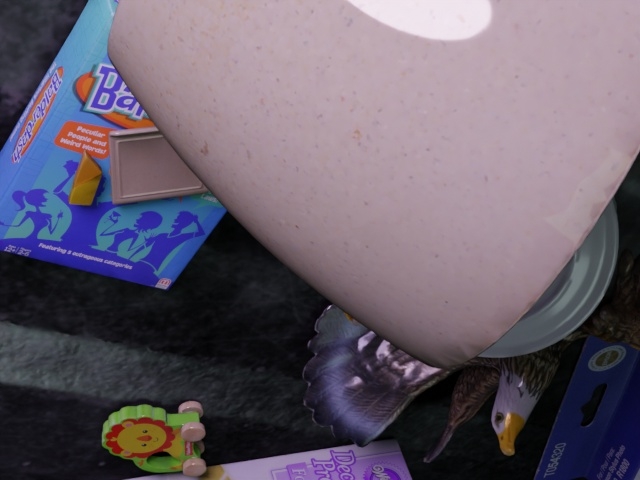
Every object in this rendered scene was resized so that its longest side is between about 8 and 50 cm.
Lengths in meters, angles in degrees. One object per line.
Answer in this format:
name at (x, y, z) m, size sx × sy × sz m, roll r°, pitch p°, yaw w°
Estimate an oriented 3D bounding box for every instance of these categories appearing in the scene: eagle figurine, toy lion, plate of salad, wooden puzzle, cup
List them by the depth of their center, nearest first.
cup at (0.024, -0.126, 0.615) m, size 0.237 × 0.331 × 0.331 m, roll 24°, pitch 126°, yaw -8°
wooden puzzle at (-0.110, -0.054, 0.752) m, size 0.116 × 0.014 × 0.078 m, roll -3°, pitch 140°, yaw -20°
plate of salad at (0.134, -0.006, 0.883) m, size 0.200 × 0.200 × 0.048 m, roll -42°, pitch 177°, yaw 22°
eagle figurine at (0.158, 0.097, 1.003) m, size 0.298 × 0.225 × 0.226 m, roll -17°, pitch 104°, yaw 41°
toy lion at (-0.157, 0.189, 1.054) m, size 0.096 × 0.034 × 0.100 m, roll -5°, pitch 137°, yaw -8°

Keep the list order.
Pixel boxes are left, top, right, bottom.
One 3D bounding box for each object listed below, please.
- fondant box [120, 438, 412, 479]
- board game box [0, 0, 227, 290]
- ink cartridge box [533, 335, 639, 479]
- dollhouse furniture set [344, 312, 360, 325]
fondant box at (-0.047, 0.336, 1.097) m, size 0.330 × 0.238 × 0.096 m, roll -5°, pitch 135°, yaw -18°
board game box at (-0.128, -0.064, 0.780) m, size 0.160 × 0.047 × 0.210 m, roll 16°, pitch 126°, yaw -35°
ink cartridge box at (0.433, 0.188, 1.271) m, size 0.330 × 0.071 × 0.324 m, roll -11°, pitch 138°, yaw -14°
dollhouse furniture set at (0.000, 0.000, 0.884) m, size 0.059 × 0.076 × 0.151 m, roll -13°, pitch 128°, yaw -13°
